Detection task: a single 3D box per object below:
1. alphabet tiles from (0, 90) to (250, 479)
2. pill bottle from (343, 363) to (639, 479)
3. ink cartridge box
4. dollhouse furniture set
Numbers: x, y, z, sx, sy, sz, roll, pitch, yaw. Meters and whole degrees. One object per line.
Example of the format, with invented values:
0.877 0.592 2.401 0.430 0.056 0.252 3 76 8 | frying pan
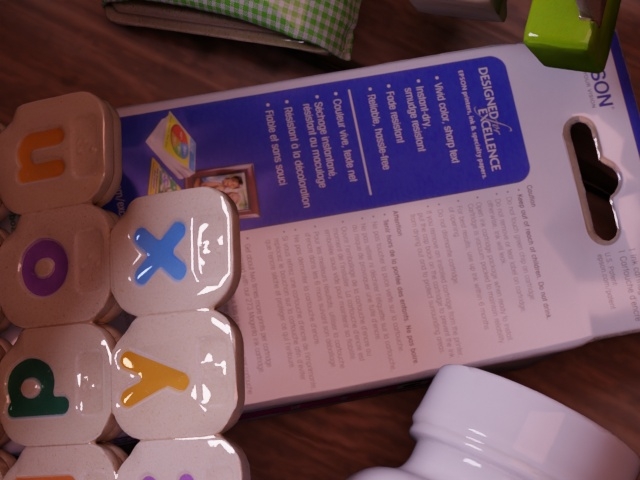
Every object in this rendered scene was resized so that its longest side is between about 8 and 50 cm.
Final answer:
-0.152 0.074 0.667 0.278 0.021 0.284 -9 79 28 | alphabet tiles
0.049 0.204 0.647 0.152 0.152 0.272 28 78 4 | pill bottle
0.000 0.000 0.742 0.370 0.069 0.176 -11 76 -3 | ink cartridge box
0.011 -0.213 0.700 0.301 0.151 0.198 11 78 20 | dollhouse furniture set
